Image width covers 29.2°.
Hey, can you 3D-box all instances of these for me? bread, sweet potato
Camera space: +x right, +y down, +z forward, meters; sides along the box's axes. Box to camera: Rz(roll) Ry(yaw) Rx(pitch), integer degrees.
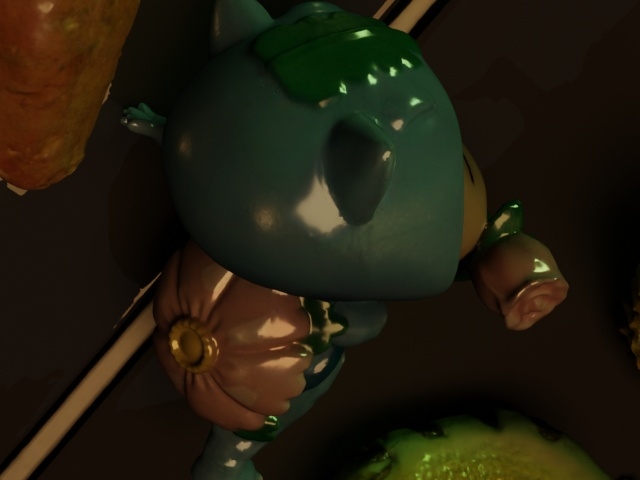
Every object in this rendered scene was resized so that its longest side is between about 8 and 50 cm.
[{"bbox_3d":[0.068,0.136,0.514,0.139,0.130,0.071,-2,158,-11],"label":"bread"},{"bbox_3d":[-0.083,-0.131,0.342,0.097,0.097,0.251,0,113,-19],"label":"sweet potato"}]

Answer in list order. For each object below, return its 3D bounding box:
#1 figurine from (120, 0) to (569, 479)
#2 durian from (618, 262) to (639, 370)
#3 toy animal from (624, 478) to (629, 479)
[{"bbox_3d":[0.005,0.003,0.438,0.145,0.114,0.178,3,125,-28],"label":"figurine"},{"bbox_3d":[0.232,0.032,0.493,0.237,0.193,0.137,40,77,-45],"label":"durian"},{"bbox_3d":[0.181,0.212,0.581,0.255,0.116,0.114,25,120,-9],"label":"toy animal"}]
